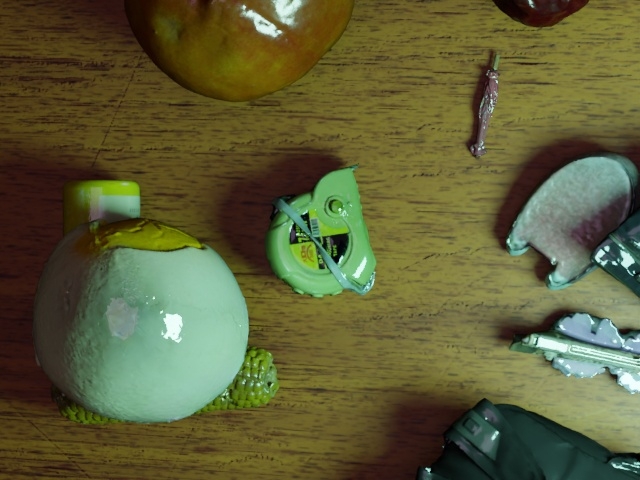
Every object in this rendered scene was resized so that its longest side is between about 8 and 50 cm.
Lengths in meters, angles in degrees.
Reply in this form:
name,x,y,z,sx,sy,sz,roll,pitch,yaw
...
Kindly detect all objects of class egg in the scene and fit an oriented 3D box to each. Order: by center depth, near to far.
name,x,y,z,sx,sy,sz,roll,pitch,yaw
egg,-0.274,0.119,1.716,0.337,0.201,0.337,0,88,1

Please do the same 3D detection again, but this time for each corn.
name,x,y,z,sx,sy,sz,roll,pitch,yaw
corn,-0.247,0.225,1.865,0.363,0.120,0.120,-4,90,3

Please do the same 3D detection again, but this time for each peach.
name,x,y,z,sx,sy,sz,roll,pitch,yaw
peach,-0.122,-0.369,1.734,0.342,0.302,0.343,1,103,4

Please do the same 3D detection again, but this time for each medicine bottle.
name,x,y,z,sx,sy,sz,roll,pitch,yaw
medicine bottle,-0.346,0.012,1.872,0.121,0.122,0.213,0,91,8

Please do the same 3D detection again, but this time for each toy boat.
name,x,y,z,sx,sy,sz,roll,pitch,yaw
toy boat,0.394,-0.038,1.803,0.155,0.085,0.227,43,107,14

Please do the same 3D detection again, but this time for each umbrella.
name,x,y,z,sx,sy,sz,roll,pitch,yaw
umbrella,0.258,-0.208,1.837,0.027,0.025,0.165,9,94,-14

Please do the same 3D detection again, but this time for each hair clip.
name,x,y,z,sx,sy,sz,roll,pitch,yaw
hair clip,0.436,0.171,1.793,0.292,0.084,0.106,12,87,2

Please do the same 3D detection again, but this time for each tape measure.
name,x,y,z,sx,sy,sz,roll,pitch,yaw
tape measure,0.000,0.000,1.835,0.175,0.106,0.200,-15,90,-6

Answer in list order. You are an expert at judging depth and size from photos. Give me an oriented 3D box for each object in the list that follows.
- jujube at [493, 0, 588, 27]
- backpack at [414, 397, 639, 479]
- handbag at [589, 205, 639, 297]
name,x,y,z,sx,sy,sz,roll,pitch,yaw
jujube,0.336,-0.441,1.743,0.213,0.213,0.232,43,91,5
backpack,0.343,0.434,1.724,0.445,0.255,0.363,30,88,9
handbag,0.539,0.018,1.746,0.254,0.089,0.211,36,94,-24
